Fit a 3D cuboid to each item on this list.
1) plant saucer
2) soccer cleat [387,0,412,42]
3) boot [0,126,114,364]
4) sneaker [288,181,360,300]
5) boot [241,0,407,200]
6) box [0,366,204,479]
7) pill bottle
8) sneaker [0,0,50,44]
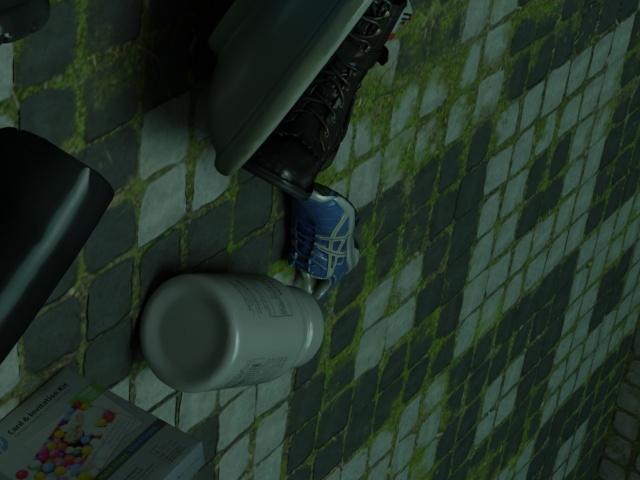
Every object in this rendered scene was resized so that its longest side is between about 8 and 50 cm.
[{"bbox_3d":[-0.011,-0.250,1.416,0.400,0.100,0.400,-52,-172,10],"label":"plant saucer"},{"bbox_3d":[0.087,-0.273,1.774,0.083,0.029,0.035,-46,140,-39],"label":"soccer cleat"},{"bbox_3d":[-0.289,0.123,1.044,0.146,0.367,0.445,45,72,-28],"label":"boot"},{"bbox_3d":[0.000,0.000,1.793,0.081,0.080,0.211,-56,152,-23],"label":"sneaker"},{"bbox_3d":[0.011,-0.176,1.581,0.229,0.091,0.263,-61,178,22],"label":"boot"},{"bbox_3d":[-0.232,0.216,1.433,0.145,0.186,0.038,-42,144,-37],"label":"box"},{"bbox_3d":[-0.093,0.102,1.654,0.229,0.131,0.131,2,111,-62],"label":"pill bottle"},{"bbox_3d":[-0.317,-0.182,1.044,0.286,0.109,0.130,-43,138,-50],"label":"sneaker"}]
